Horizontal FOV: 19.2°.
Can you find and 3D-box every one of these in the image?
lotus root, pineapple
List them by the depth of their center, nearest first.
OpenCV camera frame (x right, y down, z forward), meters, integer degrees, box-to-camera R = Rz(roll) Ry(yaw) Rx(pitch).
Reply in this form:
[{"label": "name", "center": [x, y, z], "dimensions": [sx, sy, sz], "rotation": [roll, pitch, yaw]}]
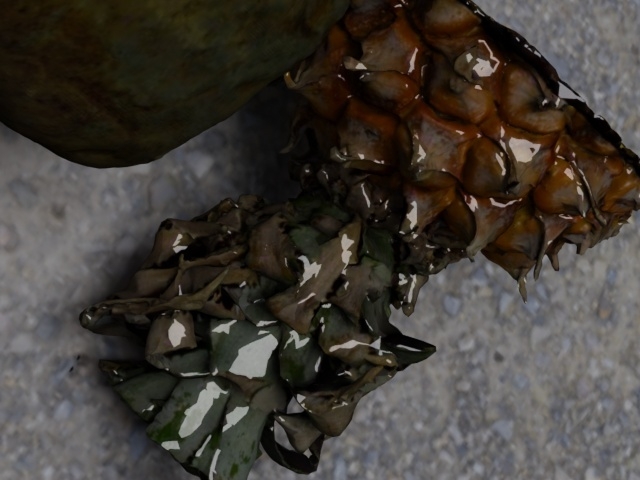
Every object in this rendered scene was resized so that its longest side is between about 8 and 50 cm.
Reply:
[{"label": "lotus root", "center": [-0.139, -0.202, 0.805], "dimensions": [0.346, 0.250, 0.250], "rotation": [39, 66, -50]}, {"label": "pineapple", "center": [0.000, 0.000, 0.992], "dimensions": [0.262, 0.262, 0.272], "rotation": [41, 90, -26]}]
